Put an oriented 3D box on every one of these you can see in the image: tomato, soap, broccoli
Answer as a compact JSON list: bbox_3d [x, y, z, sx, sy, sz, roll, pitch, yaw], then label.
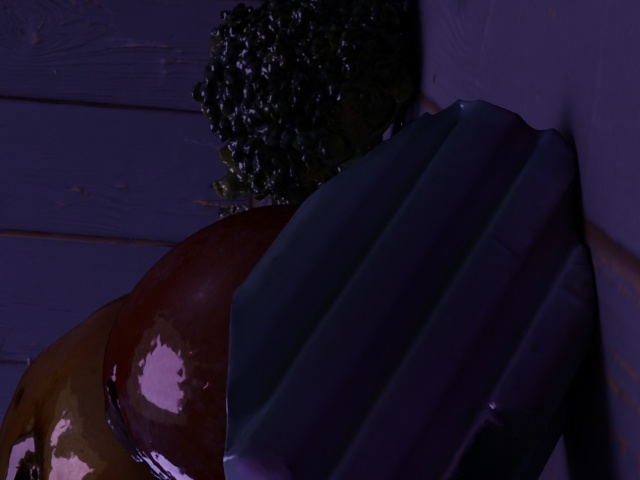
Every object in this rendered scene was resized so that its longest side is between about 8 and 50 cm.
[{"bbox_3d":[-0.016,0.097,1.226,0.265,0.265,0.265,-175,90,-84],"label":"tomato"},{"bbox_3d":[0.056,0.059,1.026,0.324,0.193,0.109,-55,-19,-38],"label":"soap"},{"bbox_3d":[-0.006,-0.146,1.821,0.248,0.288,0.245,40,155,36],"label":"broccoli"}]

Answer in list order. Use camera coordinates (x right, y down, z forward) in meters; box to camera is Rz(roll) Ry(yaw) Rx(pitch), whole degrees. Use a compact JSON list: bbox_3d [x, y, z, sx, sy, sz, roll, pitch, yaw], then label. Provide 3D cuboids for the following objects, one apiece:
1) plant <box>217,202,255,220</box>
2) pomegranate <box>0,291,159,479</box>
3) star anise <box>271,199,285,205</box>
[{"bbox_3d":[-0.109,0.020,2.092,0.104,0.122,0.116,68,-174,-63],"label":"plant"},{"bbox_3d":[-0.091,0.230,1.526,0.411,0.411,0.411,-175,90,-84],"label":"pomegranate"},{"bbox_3d":[0.000,0.004,2.077,0.198,0.110,0.257,-119,24,-52],"label":"star anise"}]
